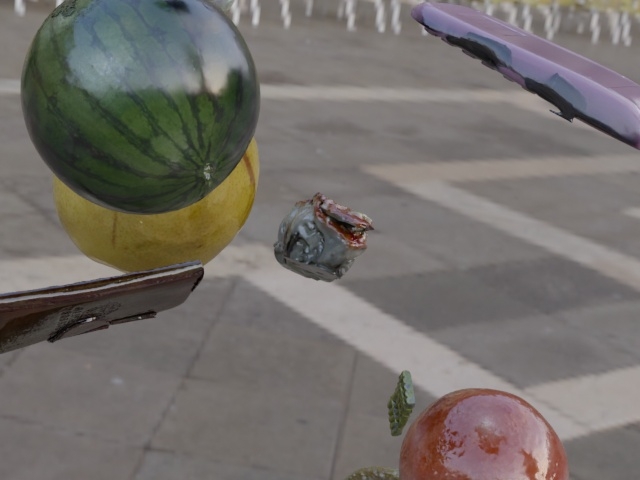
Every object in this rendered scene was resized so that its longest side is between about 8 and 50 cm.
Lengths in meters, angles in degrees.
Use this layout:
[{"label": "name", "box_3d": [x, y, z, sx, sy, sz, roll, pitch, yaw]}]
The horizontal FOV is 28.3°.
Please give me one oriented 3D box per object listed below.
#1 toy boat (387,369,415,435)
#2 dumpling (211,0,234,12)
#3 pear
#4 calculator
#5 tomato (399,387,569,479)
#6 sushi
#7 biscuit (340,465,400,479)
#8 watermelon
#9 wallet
[{"label": "toy boat", "box_3d": [0.124, 0.253, 1.963, 0.016, 0.115, 0.063, 0, 56, -10]}, {"label": "dumpling", "box_3d": [-0.215, -0.366, 1.826, 0.229, 0.151, 0.124, -8, 28, 2]}, {"label": "pear", "box_3d": [-0.232, -0.102, 1.823, 0.314, 0.314, 0.314, 8, 16, -2]}, {"label": "calculator", "box_3d": [0.225, -0.181, 1.296, 0.294, 0.043, 0.194, 33, 22, 20]}, {"label": "tomato", "box_3d": [0.201, 0.281, 1.564, 0.208, 0.208, 0.184, 10, 52, 1]}, {"label": "sushi", "box_3d": [0.000, 0.000, 2.012, 0.124, 0.130, 0.332, 28, -2, -6]}, {"label": "biscuit", "box_3d": [0.118, 0.411, 2.028, 0.290, 0.141, 0.038, -5, 36, 37]}, {"label": "watermelon", "box_3d": [-0.181, -0.147, 1.288, 0.242, 0.242, 0.242, 8, 16, -2]}, {"label": "wallet", "box_3d": [-0.264, 0.076, 1.437, 0.255, 0.137, 0.031, -10, 66, -24]}]
